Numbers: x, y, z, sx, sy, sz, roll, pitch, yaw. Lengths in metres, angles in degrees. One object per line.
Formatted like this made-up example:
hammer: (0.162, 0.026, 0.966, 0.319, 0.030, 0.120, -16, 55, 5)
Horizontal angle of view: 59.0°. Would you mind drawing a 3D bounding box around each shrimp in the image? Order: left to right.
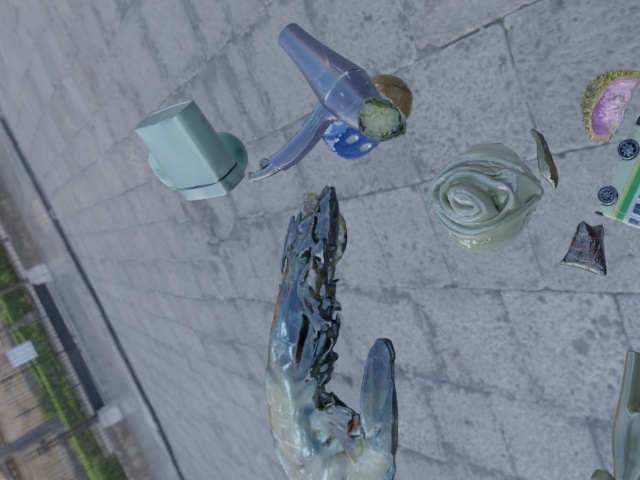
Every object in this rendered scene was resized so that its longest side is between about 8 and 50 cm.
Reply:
shrimp: (0.017, 0.128, 0.614, 0.233, 0.071, 0.365, 21, 107, 52)

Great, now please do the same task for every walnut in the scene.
walnut: (0.172, -0.394, 1.658, 0.207, 0.167, 0.167, -20, 97, 44)

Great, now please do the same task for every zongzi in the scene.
zongzi: (0.406, 0.001, 0.845, 0.067, 0.073, 0.083, 17, 119, 43)

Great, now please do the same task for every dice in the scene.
dice: (0.077, -0.307, 1.485, 0.143, 0.146, 0.146, -35, 60, 23)

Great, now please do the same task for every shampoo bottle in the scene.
shampoo bottle: (-0.347, -0.232, 1.640, 0.349, 0.151, 0.222, 5, 140, 48)

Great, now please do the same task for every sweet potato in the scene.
sweet potato: (0.525, -0.191, 1.325, 0.041, 0.038, 0.153, -153, 39, -80)

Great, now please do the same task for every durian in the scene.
durian: (0.774, -0.377, 1.528, 0.132, 0.165, 0.182, 31, 137, 15)

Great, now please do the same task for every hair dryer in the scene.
hair dryer: (-0.058, -0.277, 1.276, 0.361, 0.121, 0.301, -48, 72, 16)

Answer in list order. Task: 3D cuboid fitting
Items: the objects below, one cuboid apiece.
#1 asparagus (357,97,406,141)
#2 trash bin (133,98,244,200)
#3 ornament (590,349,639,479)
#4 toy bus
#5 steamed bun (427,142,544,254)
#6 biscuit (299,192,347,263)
asparagus: (0.069, -0.126, 0.597, 0.178, 0.045, 0.041, -45, -45, -75)
trash bin: (-0.187, -0.125, 0.807, 0.116, 0.059, 0.130, -3, 130, 41)
ornament: (0.435, 0.274, 0.749, 0.061, 0.230, 0.245, -3, 70, 56)
toy bus: (0.938, -0.190, 1.610, 0.179, 0.143, 0.305, 36, 123, 41)
steamed bun: (0.490, -0.134, 1.689, 0.310, 0.324, 0.219, 48, -171, 15)
biscuit: (0.003, -0.003, 1.468, 0.032, 0.133, 0.250, 81, -166, -73)
